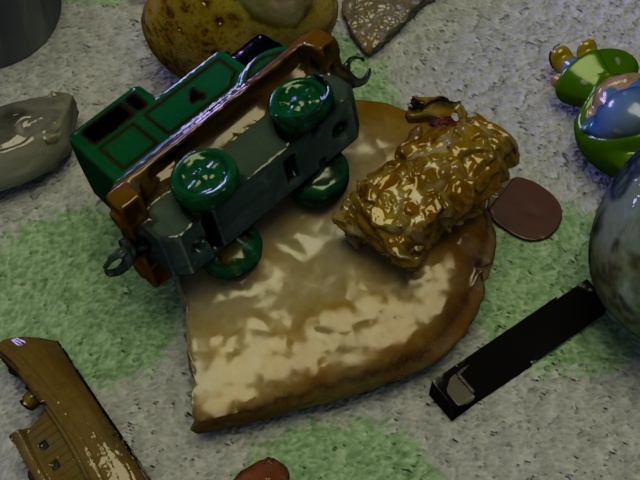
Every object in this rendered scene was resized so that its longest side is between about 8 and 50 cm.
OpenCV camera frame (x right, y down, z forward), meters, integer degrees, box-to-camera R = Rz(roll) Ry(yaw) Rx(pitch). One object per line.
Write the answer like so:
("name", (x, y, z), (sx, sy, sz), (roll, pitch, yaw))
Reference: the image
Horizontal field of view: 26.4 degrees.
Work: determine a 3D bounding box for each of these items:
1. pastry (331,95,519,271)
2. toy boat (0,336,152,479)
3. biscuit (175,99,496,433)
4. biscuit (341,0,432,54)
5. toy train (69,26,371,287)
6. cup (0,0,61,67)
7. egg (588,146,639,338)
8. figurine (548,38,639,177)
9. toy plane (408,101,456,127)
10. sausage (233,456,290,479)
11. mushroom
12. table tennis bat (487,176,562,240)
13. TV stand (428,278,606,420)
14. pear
("pastry", (0.134, -0.078, 1.690), (0.154, 0.102, 0.250), (39, 68, 16))
("toy boat", (-0.299, 0.245, 1.626), (0.121, 0.089, 0.321), (-36, 66, -7))
("biscuit", (0.000, 0.001, 1.767), (0.446, 0.104, 0.429), (-15, 62, -7))
("biscuit", (0.113, -0.382, 2.031), (0.133, 0.032, 0.250), (40, 67, 20))
("toy train", (-0.126, -0.116, 1.686), (0.429, 0.178, 0.249), (-41, 57, -18))
("cup", (-0.458, -0.444, 1.881), (0.323, 0.327, 0.237), (-37, 68, -22))
("egg", (0.535, -0.019, 1.653), (0.428, 0.345, 0.345), (-13, 61, 0))
("figurine", (0.411, -0.183, 1.872), (0.162, 0.143, 0.263), (-13, 44, -18))
("toy plane", (0.185, -0.150, 1.896), (0.145, 0.037, 0.060), (15, 50, 11))
("sausage", (-0.115, 0.393, 1.550), (0.087, 0.079, 0.327), (9, 58, 16))
("mushroom", (-0.470, -0.091, 1.814), (0.351, 0.097, 0.109), (-32, 63, -14))
("table tennis bat", (0.256, -0.056, 1.859), (0.156, 0.013, 0.087), (34, 67, 15))
("TV stand", (0.253, 0.136, 1.730), (0.256, 0.040, 0.049), (-31, 66, -18))
("pear", (-0.110, -0.321, 1.882), (0.271, 0.271, 0.271), (1, 60, -1))
